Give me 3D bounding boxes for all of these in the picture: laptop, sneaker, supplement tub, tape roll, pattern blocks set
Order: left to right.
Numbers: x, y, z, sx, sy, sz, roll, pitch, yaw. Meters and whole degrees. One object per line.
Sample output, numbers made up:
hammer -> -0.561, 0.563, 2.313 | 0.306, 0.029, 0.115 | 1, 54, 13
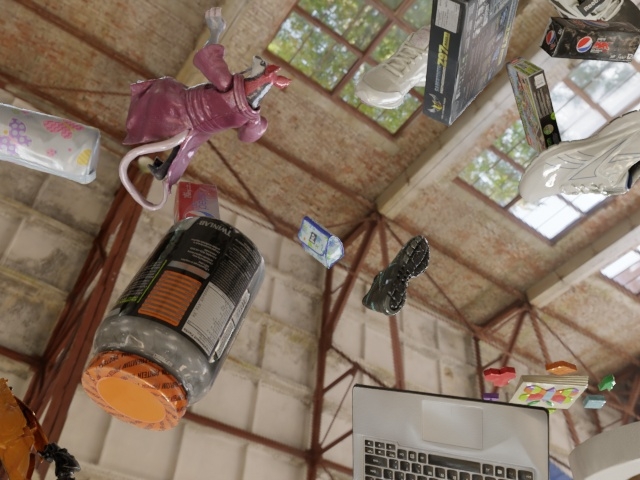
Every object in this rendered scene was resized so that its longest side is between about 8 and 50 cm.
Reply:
supplement tub -> -0.225, 0.125, 0.938 | 0.193, 0.193, 0.316 | 37, -136, -12
sneaker -> 0.202, 0.084, 1.583 | 0.101, 0.106, 0.267 | 53, -123, -25
sneaker -> 0.184, -0.400, 1.321 | 0.114, 0.152, 0.305 | 38, -128, 19
laptop -> 0.187, 0.499, 1.030 | 0.236, 0.382, 0.408 | -2, -88, -62
pattern blocks set -> 0.593, 0.397, 1.543 | 0.285, 0.324, 0.026 | 72, -164, -48
sneaker -> 0.574, -0.540, 1.285 | 0.330, 0.122, 0.146 | 37, -163, 2
sneaker -> 0.529, -0.140, 1.148 | 0.111, 0.297, 0.129 | 15, -123, -45
tape roll -> 0.712, 0.449, 1.192 | 0.392, 0.392, 0.072 | 24, -135, -29

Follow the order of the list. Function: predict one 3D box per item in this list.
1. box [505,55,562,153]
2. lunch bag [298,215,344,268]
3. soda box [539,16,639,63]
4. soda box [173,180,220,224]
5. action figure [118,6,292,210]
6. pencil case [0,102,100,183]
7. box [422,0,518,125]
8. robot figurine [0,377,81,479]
box -> 0.453, -0.275, 1.240 | 0.207, 0.036, 0.114 | 61, -173, -30
lunch bag -> 0.000, 0.000, 1.925 | 0.096, 0.151, 0.129 | -41, -122, -22
soda box -> 0.490, -0.363, 1.063 | 0.168, 0.060, 0.053 | -1, -139, -14
soda box -> -0.264, -0.033, 1.259 | 0.092, 0.083, 0.263 | 6, -151, -18
action figure -> -0.231, -0.261, 1.144 | 0.248, 0.370, 0.276 | 53, -144, -33
pencil case -> -0.564, -0.191, 1.126 | 0.273, 0.113, 0.124 | 12, -135, -19
box -> 0.236, -0.321, 0.909 | 0.059, 0.233, 0.183 | 33, -115, 23
robot figurine -> -0.485, 0.346, 0.870 | 0.211, 0.085, 0.291 | -24, -131, -32
